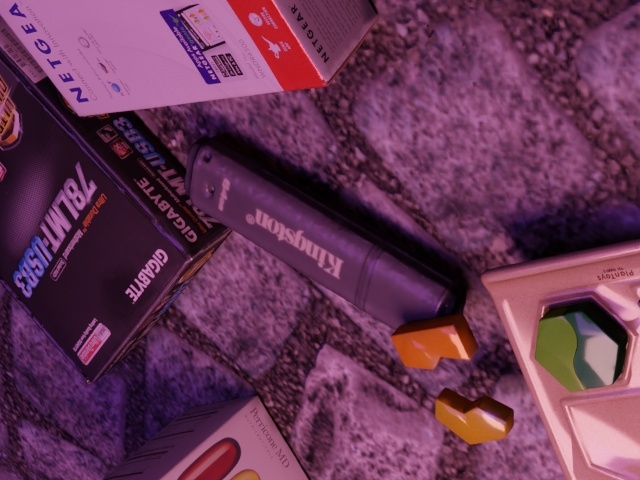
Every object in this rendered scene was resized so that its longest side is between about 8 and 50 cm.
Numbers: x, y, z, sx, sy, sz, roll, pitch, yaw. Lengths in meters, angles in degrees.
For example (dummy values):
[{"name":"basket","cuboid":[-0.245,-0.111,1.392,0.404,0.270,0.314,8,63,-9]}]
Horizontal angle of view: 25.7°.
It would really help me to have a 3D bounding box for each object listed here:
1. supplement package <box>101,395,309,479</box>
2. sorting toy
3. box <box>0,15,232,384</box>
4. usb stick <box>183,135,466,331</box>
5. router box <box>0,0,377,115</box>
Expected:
[{"name":"supplement package","cuboid":[-0.142,0.276,1.354,0.134,0.244,0.139,-18,107,50]},{"name":"sorting toy","cuboid":[0.202,0.112,1.018,0.307,0.041,0.229,-14,110,38]},{"name":"box","cuboid":[-0.253,-0.038,1.361,0.293,0.073,0.295,49,142,4]},{"name":"usb stick","cuboid":[0.000,0.000,1.161,0.278,0.045,0.077,32,138,23]},{"name":"router box","cuboid":[-0.162,-0.251,1.032,0.301,0.082,0.335,-2,133,45]}]
